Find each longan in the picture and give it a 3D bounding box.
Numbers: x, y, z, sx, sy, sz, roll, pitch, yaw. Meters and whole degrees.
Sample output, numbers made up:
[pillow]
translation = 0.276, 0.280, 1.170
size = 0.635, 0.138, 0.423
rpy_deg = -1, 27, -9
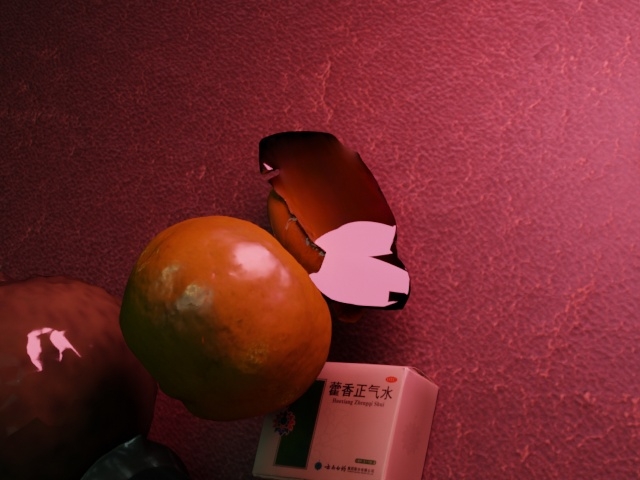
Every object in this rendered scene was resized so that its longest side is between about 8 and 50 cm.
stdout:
[longan]
translation = -0.433, 0.226, 1.838
size = 0.391, 0.391, 0.391
rpy_deg = -16, 60, 30

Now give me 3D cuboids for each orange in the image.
[orange]
translation = -0.125, 0.103, 1.617
size = 0.235, 0.279, 0.279
rpy_deg = -43, 47, -16

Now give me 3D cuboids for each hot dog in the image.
[hot dog]
translation = 0.005, -0.002, 1.781
size = 0.194, 0.107, 0.326
rpy_deg = -4, 50, -7

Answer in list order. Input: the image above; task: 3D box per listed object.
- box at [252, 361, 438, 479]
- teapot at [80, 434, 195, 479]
[box]
translation = 0.033, 0.249, 1.674
size = 0.212, 0.095, 0.168
rpy_deg = -1, 66, 36
[teapot]
translation = -0.161, 0.436, 1.655
size = 0.344, 0.253, 0.300
rpy_deg = 23, 115, 48
